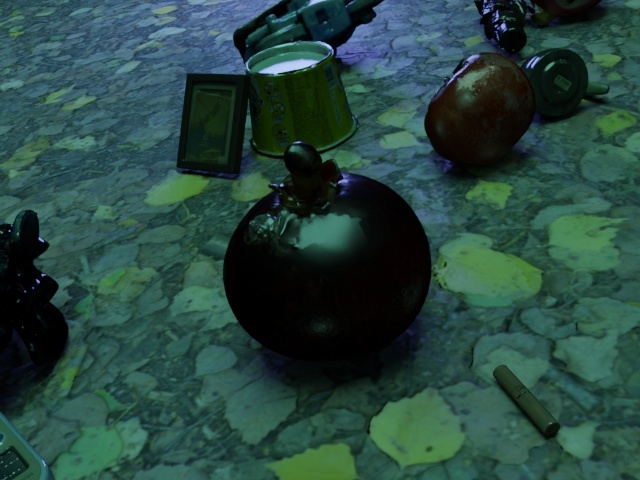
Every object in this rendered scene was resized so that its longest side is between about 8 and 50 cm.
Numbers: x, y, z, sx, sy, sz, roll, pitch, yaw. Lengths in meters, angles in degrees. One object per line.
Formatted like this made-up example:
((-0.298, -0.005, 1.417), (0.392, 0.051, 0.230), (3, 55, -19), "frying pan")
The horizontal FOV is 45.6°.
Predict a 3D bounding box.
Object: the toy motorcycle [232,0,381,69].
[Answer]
((-0.035, -0.463, 1.646), (0.319, 0.182, 0.241), (-28, 36, -21), "toy motorcycle")

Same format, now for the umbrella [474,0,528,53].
((0.380, -0.475, 1.616), (0.094, 0.090, 0.326), (12, 33, -3), "umbrella")

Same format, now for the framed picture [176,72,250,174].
((-0.187, -0.204, 1.320), (0.128, 0.168, 0.023), (9, 3, 31), "framed picture")

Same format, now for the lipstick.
((0.203, 0.158, 0.756), (0.019, 0.019, 0.094), (-20, 33, -12), "lipstick")

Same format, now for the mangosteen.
((0.000, 0.000, 0.841), (0.236, 0.261, 0.235), (-9, 34, 6), "mangosteen")

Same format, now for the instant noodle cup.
((-0.041, -0.257, 1.360), (0.205, 0.152, 0.205), (-8, 34, 5), "instant noodle cup")

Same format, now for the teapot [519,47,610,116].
((0.394, -0.276, 1.289), (0.149, 0.111, 0.108), (-24, 20, -8), "teapot")

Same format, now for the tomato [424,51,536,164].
((0.241, -0.194, 1.180), (0.187, 0.151, 0.187), (-48, 8, 9), "tomato")

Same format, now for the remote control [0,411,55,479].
((-0.359, 0.229, 0.805), (0.087, 0.047, 0.244), (-31, 36, -32), "remote control")

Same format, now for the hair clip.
((-0.432, 0.063, 0.929), (0.207, 0.194, 0.310), (-3, 19, 0), "hair clip")

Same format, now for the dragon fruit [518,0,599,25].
((0.524, -0.591, 1.644), (0.224, 0.224, 0.227), (-7, 38, 7), "dragon fruit")
